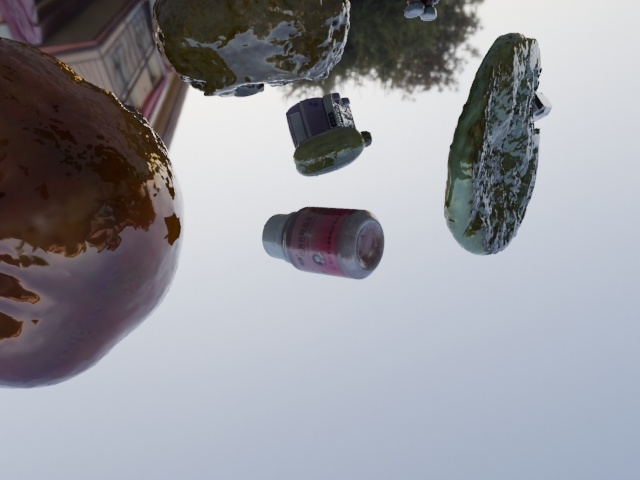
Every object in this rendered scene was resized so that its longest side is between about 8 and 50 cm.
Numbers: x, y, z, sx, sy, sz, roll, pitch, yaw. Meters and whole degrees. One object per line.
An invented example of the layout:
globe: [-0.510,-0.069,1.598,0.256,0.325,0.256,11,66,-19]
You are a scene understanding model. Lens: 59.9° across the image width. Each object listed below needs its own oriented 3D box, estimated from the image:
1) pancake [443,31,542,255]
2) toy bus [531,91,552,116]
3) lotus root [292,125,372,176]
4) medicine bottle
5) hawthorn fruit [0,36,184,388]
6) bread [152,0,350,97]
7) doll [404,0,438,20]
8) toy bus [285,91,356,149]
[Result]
pancake: [0.195,-0.098,0.604,0.037,0.253,0.253,15,-138,34]
toy bus: [0.486,-0.304,1.282,0.072,0.057,0.172,-29,174,31]
lotus root: [0.029,-0.192,1.185,0.183,0.090,0.077,-20,-120,-11]
medicine bottle: [0.000,0.000,1.145,0.247,0.147,0.147,5,-144,38]
hawthorn fruit: [-0.396,-0.044,0.756,0.473,0.471,0.471,-6,-145,4]
bread: [-0.073,-0.235,0.645,0.230,0.122,0.230,-6,-169,1]
doll: [0.108,-0.363,0.737,0.094,0.079,0.180,-6,-116,-31]
toy bus: [0.013,-0.278,1.377,0.142,0.141,0.202,-18,-179,18]
